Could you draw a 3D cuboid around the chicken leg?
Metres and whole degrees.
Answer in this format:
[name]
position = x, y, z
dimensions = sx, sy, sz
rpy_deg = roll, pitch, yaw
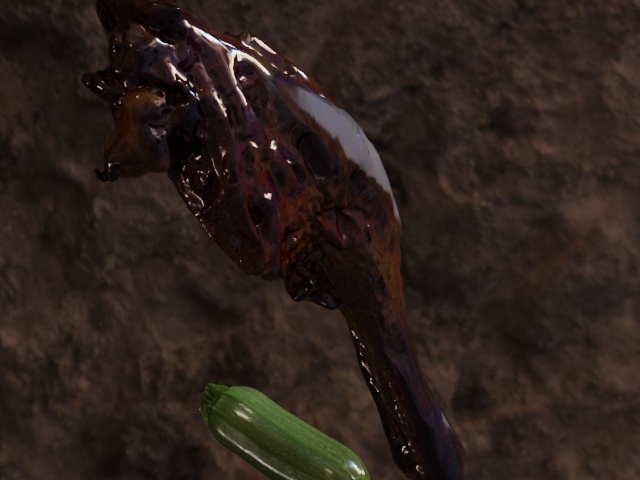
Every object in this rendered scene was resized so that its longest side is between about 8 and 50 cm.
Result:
[chicken leg]
position = 0.000, 0.000, 0.720
dimensions = 0.096, 0.158, 0.407
rpy_deg = -17, -49, 20

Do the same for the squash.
[squash]
position = -0.039, 0.209, 1.268
dimensions = 0.068, 0.219, 0.077
rpy_deg = -55, -31, -11
